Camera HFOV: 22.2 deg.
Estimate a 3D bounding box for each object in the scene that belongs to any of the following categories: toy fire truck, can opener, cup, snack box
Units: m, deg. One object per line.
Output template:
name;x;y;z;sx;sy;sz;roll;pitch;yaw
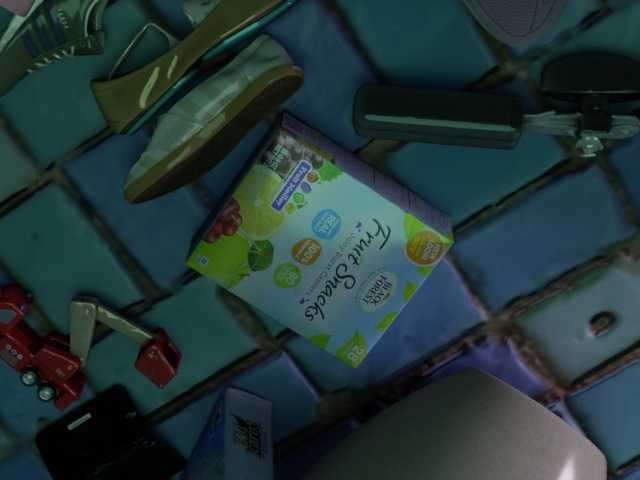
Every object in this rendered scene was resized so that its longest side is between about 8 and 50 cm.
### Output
toy fire truck;-0.254;0.103;1.682;0.135;0.047;0.192;-41;104;18
can opener;0.171;-0.128;1.555;0.280;0.074;0.093;0;79;2
cup;0.150;0.268;1.614;0.331;0.331;0.237;37;82;-12
snack box;0.000;0.000;1.611;0.207;0.070;0.174;31;111;-12

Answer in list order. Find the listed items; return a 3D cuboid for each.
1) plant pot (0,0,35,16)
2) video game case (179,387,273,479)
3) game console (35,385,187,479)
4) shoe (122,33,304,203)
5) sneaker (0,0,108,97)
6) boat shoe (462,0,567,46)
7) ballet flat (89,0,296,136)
plant pot;-0.271;-0.378;1.388;0.256;0.256;0.274;38;95;-12
video game case;-0.124;0.325;1.660;0.061;0.244;0.270;20;113;-14
game console;-0.226;0.227;1.754;0.122;0.071;0.107;-32;78;15
shoe;-0.111;-0.115;1.576;0.219;0.076;0.058;-38;73;16
sneaker;-0.247;-0.195;1.543;0.086;0.064;0.192;36;108;-6
boat shoe;0.122;-0.321;1.459;0.118;0.103;0.320;-36;113;-3
ballet flat;-0.126;-0.189;1.535;0.232;0.080;0.073;-37;94;16
